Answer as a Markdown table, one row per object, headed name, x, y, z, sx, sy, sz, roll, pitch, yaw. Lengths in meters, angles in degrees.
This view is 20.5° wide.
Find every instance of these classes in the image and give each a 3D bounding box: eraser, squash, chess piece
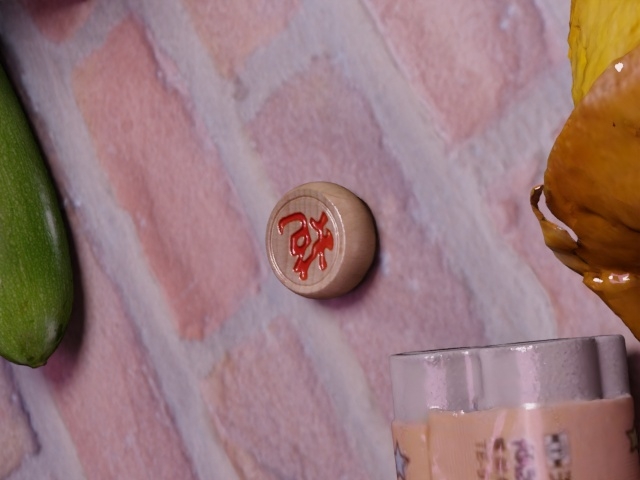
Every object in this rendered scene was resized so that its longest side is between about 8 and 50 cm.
| name | x | y | z | sx | sy | sz | roll | pitch | yaw |
| --- | --- | --- | --- | --- | --- | --- | --- | --- | --- |
| eraser | 0.125 | 0.210 | 1.117 | 0.171 | 0.087 | 0.291 | -8 | 87 | 37 |
| squash | -0.290 | -0.082 | 1.438 | 0.107 | 0.107 | 0.395 | -37 | 67 | 34 |
| chess piece | 0.000 | 0.000 | 1.244 | 0.083 | 0.038 | 0.084 | 2 | 93 | 38 |

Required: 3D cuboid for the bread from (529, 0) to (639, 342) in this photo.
| name | x | y | z | sx | sy | sz | roll | pitch | yaw |
| --- | --- | --- | --- | --- | --- | --- | --- | --- | --- |
| bread | 0.281 | -0.086 | 0.851 | 0.358 | 0.336 | 0.204 | -30 | 48 | 34 |
